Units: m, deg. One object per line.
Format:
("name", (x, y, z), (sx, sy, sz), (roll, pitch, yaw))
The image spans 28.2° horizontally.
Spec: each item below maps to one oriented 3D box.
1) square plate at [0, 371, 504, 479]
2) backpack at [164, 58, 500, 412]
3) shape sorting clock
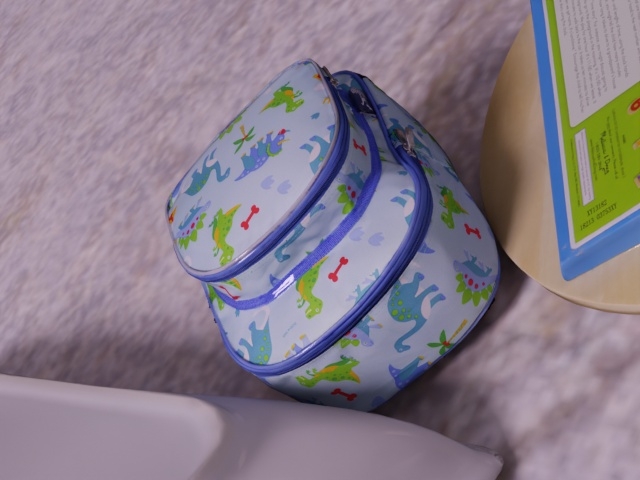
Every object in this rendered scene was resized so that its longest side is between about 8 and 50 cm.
("square plate", (-0.174, 0.126, 0.403), (0.344, 0.049, 0.347), (-2, 24, 45))
("backpack", (0.000, 0.000, 0.458), (0.105, 0.084, 0.114), (-44, 38, 12))
("shape sorting clock", (0.135, -0.067, 0.418), (0.206, 0.040, 0.206), (-40, 33, 32))
